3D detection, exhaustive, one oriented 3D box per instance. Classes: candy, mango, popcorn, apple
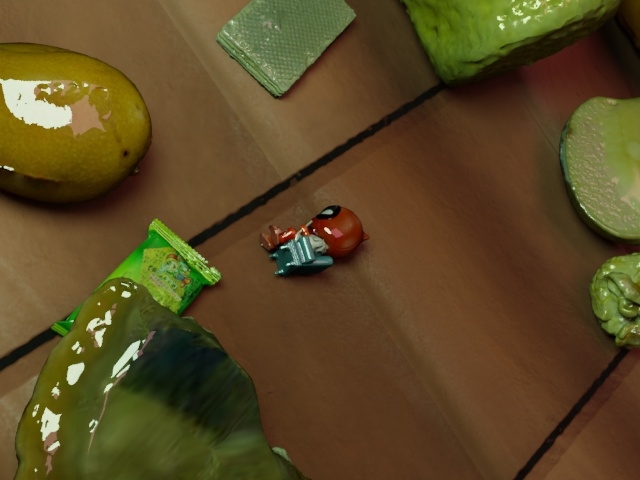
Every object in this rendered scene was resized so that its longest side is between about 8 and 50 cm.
[{"bbox_3d":[-0.198,0.065,0.946,0.102,0.032,0.178,46,56,-10],"label":"candy"},{"bbox_3d":[-0.296,-0.128,0.900,0.236,0.136,0.166,22,65,-17],"label":"mango"},{"bbox_3d":[0.477,0.082,1.295,0.162,0.141,0.135,47,13,-33],"label":"popcorn"},{"bbox_3d":[0.452,-0.108,1.362,0.193,0.120,0.264,9,64,-15],"label":"apple"}]

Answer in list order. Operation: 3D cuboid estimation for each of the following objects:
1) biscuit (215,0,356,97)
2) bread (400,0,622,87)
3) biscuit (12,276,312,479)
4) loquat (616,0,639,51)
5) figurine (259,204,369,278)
[{"bbox_3d":[-0.042,-0.294,1.175,0.121,0.040,0.199,43,56,-9],"label":"biscuit"},{"bbox_3d":[0.256,-0.400,1.223,0.348,0.348,0.307,-16,87,-35],"label":"bread"},{"bbox_3d":[-0.141,0.216,0.886,0.335,0.078,0.329,16,75,-30],"label":"biscuit"},{"bbox_3d":[0.679,-0.452,1.509,0.329,0.328,0.328,11,66,-28],"label":"loquat"},{"bbox_3d":[0.000,0.000,1.071,0.140,0.068,0.075,-18,79,-33],"label":"figurine"}]
